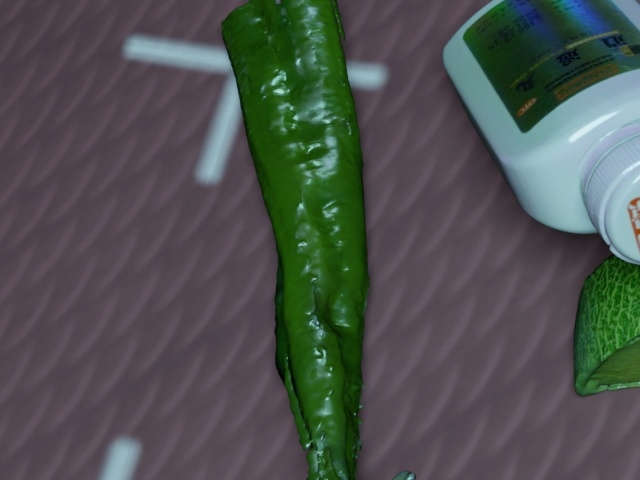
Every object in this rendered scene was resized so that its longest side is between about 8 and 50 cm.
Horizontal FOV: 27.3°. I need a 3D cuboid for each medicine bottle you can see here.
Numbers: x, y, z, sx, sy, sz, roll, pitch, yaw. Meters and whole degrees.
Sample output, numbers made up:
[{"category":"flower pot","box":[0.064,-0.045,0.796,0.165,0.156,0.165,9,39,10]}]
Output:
[{"category":"medicine bottle","box":[0.148,-0.070,0.723,0.115,0.078,0.219,-26,33,5]}]

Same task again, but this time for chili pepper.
[{"category":"chili pepper","box":[0.000,0.001,0.779,0.084,0.076,0.359,-23,60,23]}]

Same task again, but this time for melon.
[{"category":"melon","box":[0.232,0.023,0.699,0.209,0.118,0.064,-11,59,10]}]
